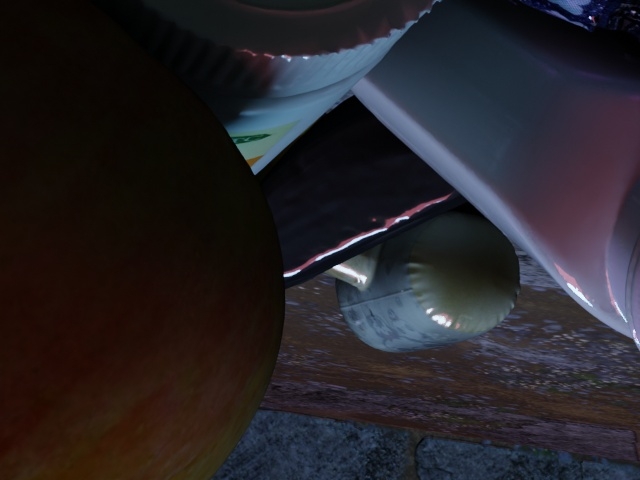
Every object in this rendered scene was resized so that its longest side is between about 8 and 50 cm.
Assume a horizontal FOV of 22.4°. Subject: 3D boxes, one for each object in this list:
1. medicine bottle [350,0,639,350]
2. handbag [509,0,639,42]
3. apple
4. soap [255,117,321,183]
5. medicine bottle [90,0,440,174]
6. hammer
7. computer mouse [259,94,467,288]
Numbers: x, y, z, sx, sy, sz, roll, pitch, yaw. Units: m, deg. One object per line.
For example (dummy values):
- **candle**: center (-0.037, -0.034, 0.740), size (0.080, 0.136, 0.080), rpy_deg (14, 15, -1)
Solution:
- **medicine bottle**: center (0.124, -0.036, 0.695), size (0.161, 0.111, 0.296), rpy_deg (23, -164, -29)
- **handbag**: center (0.159, -0.112, 0.567), size (0.208, 0.126, 0.229), rpy_deg (18, -177, 8)
- **apple**: center (-0.150, 0.022, 0.552), size (0.257, 0.234, 0.257), rpy_deg (33, 158, 15)
- **soap**: center (-0.119, -0.080, 1.044), size (0.199, 0.091, 0.315), rpy_deg (6, 168, 22)
- **medicine bottle**: center (-0.055, -0.108, 0.688), size (0.158, 0.158, 0.318), rpy_deg (12, 168, -12)
- **hammer**: center (0.000, 0.000, 1.332), size (0.305, 0.113, 0.202), rpy_deg (22, 162, -16)
- **computer mouse**: center (0.035, -0.045, 0.964), size (0.270, 0.086, 0.137), rpy_deg (-28, 175, 25)
